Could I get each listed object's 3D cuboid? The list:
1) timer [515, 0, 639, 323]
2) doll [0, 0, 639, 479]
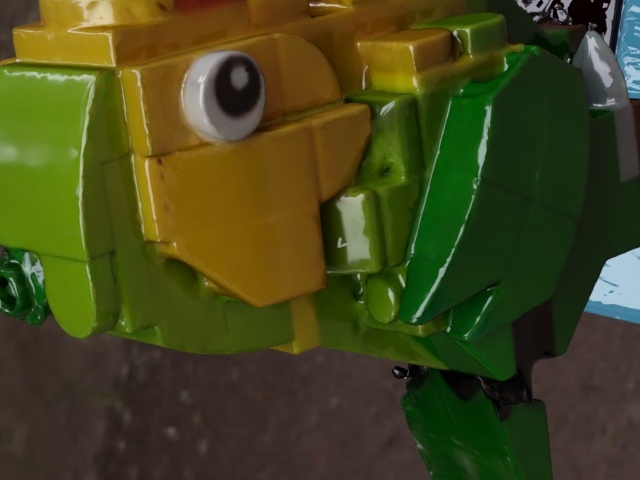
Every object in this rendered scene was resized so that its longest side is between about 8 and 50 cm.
[{"bbox_3d":[0.134,-0.085,0.879,0.250,0.091,0.232,15,101,35],"label":"timer"},{"bbox_3d":[0.002,-0.009,0.456,0.106,0.186,0.134,11,84,47],"label":"doll"}]
